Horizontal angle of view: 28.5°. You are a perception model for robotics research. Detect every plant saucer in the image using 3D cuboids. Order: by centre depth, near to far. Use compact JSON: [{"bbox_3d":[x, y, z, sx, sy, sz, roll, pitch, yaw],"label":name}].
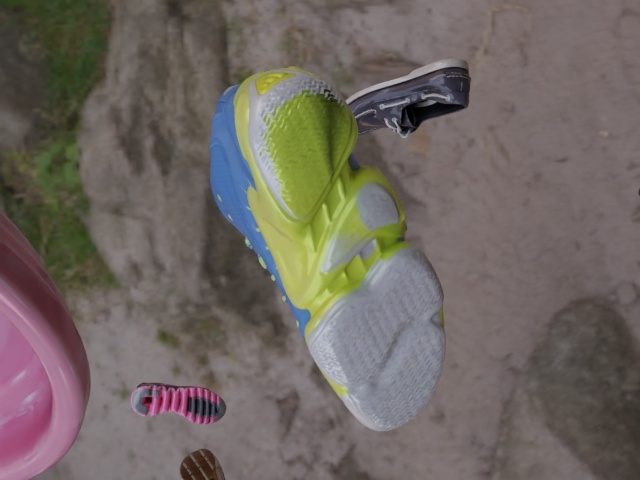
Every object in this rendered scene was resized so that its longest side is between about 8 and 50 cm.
[{"bbox_3d":[-0.301,0.041,0.794,0.332,0.332,0.084,-31,34,39],"label":"plant saucer"}]

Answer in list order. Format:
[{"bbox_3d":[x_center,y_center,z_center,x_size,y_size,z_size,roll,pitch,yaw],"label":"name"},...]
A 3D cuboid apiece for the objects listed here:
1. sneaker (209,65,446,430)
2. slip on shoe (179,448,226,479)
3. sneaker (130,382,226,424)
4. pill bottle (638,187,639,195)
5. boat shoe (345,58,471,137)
[{"bbox_3d":[0.000,0.000,0.784,0.126,0.091,0.240,26,138,60],"label":"sneaker"},{"bbox_3d":[-0.132,0.297,1.503,0.135,0.051,0.041,41,153,60],"label":"slip on shoe"},{"bbox_3d":[-0.176,0.196,1.567,0.057,0.119,0.047,-145,67,-77],"label":"sneaker"},{"bbox_3d":[0.422,-0.002,1.232,0.219,0.123,0.123,47,125,16],"label":"pill bottle"},{"bbox_3d":[0.103,-0.167,1.615,0.206,0.075,0.065,-21,69,34],"label":"boat shoe"}]
